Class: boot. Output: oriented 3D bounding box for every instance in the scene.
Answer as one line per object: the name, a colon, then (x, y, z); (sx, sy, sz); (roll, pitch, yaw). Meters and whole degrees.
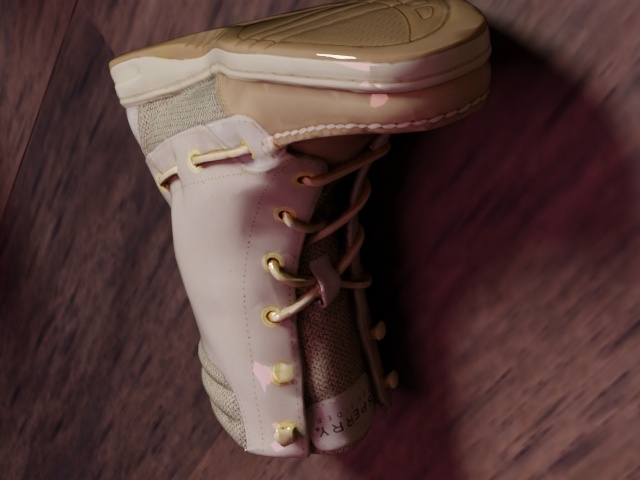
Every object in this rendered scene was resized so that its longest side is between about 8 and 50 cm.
boot: (0.000, 0.000, 0.657); (0.262, 0.095, 0.203); (3, 109, 56)
